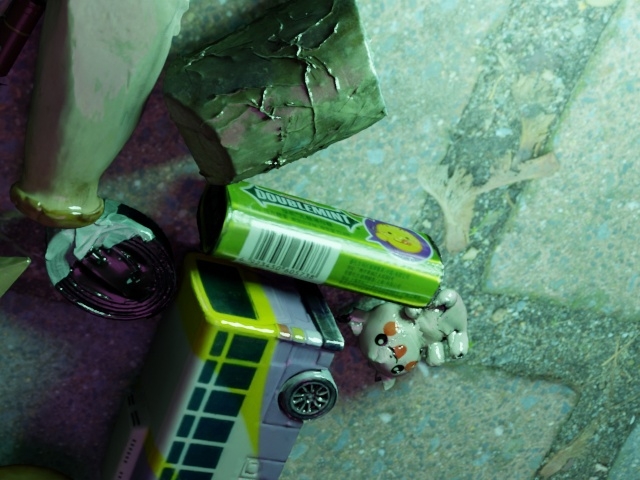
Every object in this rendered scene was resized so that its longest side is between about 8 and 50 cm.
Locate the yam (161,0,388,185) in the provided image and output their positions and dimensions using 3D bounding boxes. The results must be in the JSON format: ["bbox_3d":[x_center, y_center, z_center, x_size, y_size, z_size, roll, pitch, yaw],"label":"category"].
[{"bbox_3d":[-0.056,-0.194,1.450,0.271,0.201,0.202,-21,122,3],"label":"yam"}]

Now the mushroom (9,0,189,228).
[{"bbox_3d":[-0.279,-0.201,1.406,0.154,0.137,0.407,2,121,-31],"label":"mushroom"}]

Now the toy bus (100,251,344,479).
[{"bbox_3d":[-0.159,0.259,1.659,0.249,0.209,0.440,13,115,-23],"label":"toy bus"}]

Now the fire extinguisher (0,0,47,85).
[{"bbox_3d":[-0.386,-0.246,1.404,0.056,0.039,0.132,37,107,4],"label":"fire extinguisher"}]

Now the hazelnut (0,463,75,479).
[{"bbox_3d":[-0.460,0.497,1.646,0.365,0.366,0.366,-7,121,-12],"label":"hazelnut"}]

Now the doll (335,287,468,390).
[{"bbox_3d":[0.135,0.138,1.747,0.192,0.095,0.149,-24,117,0],"label":"doll"}]

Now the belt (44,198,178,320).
[{"bbox_3d":[-0.289,0.025,1.566,0.198,0.078,0.151,32,108,-28],"label":"belt"}]

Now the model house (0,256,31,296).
[{"bbox_3d":[-0.484,0.066,1.469,0.248,0.176,0.181,-23,123,3],"label":"model house"}]

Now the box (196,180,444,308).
[{"bbox_3d":[0.000,0.000,1.605,0.345,0.134,0.097,16,117,-23],"label":"box"}]
